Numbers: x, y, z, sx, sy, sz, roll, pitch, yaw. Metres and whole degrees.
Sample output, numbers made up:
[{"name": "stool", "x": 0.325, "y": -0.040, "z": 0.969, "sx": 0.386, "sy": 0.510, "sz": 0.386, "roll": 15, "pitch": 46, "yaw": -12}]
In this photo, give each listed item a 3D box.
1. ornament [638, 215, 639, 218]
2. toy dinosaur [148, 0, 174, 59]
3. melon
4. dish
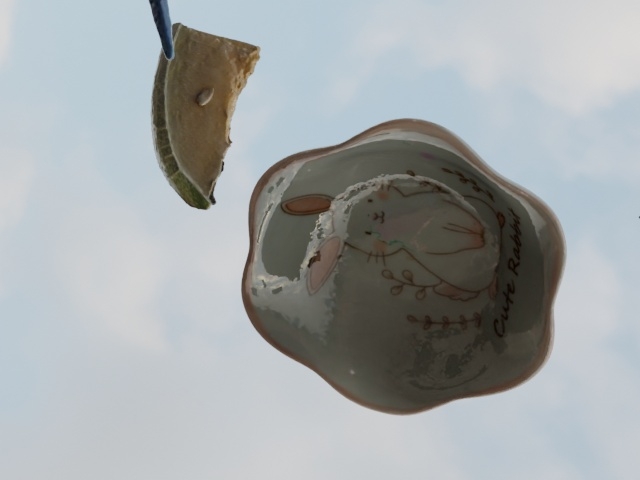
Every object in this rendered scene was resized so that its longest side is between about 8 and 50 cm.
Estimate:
[{"name": "ornament", "x": 0.270, "y": -0.014, "z": 1.230, "sx": 0.125, "sy": 0.073, "sz": 0.028, "roll": -33, "pitch": -170, "yaw": -32}, {"name": "toy dinosaur", "x": -0.164, "y": -0.231, "z": 0.944, "sx": 0.144, "sy": 0.329, "sz": 0.076, "roll": -47, "pitch": 172, "yaw": -36}, {"name": "melon", "x": -0.126, "y": -0.120, "z": 1.739, "sx": 0.054, "sy": 0.098, "sz": 0.182, "roll": 102, "pitch": 3, "yaw": -67}, {"name": "dish", "x": 0.060, "y": 0.006, "z": 1.201, "sx": 0.229, "sy": 0.229, "sz": 0.081, "roll": -35, "pitch": -162, "yaw": 28}]
